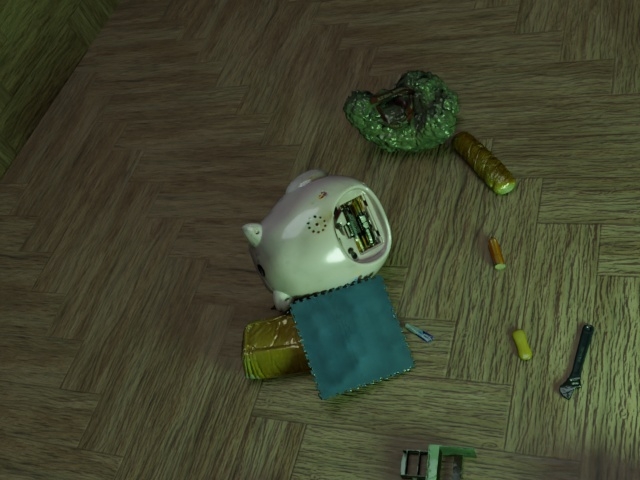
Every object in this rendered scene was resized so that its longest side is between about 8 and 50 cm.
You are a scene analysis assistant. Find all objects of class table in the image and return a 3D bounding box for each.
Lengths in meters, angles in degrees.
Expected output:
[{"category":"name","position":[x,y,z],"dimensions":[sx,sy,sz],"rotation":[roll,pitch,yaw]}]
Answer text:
[{"category":"table","position":[0.258,0.542,1.674],"dimensions":[0.175,0.062,0.146],"rotation":[-2,52,19]}]

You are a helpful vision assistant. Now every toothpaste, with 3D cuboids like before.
[{"category":"toothpaste","position":[0.259,0.243,1.954],"dimensions":[0.083,0.015,0.024],"rotation":[28,66,32]}]

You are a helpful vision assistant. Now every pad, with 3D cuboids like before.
[{"category":"pad","position":[0.081,0.245,1.907],"dimensions":[0.269,0.012,0.270],"rotation":[-15,74,-10]}]

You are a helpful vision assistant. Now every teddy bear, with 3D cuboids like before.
[{"category":"teddy bear","position":[0.281,-0.448,2.391],"dimensions":[0.357,0.224,0.367],"rotation":[11,55,14]}]

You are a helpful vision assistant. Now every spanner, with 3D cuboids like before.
[{"category":"spanner","position":[0.612,0.286,1.763],"dimensions":[0.046,0.012,0.208],"rotation":[9,57,31]}]

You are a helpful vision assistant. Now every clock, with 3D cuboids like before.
[{"category":"clock","position":[0.000,0.000,2.015],"dimensions":[0.376,0.368,0.250],"rotation":[-28,11,-28]}]

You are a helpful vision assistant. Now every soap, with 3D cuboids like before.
[{"category":"soap","position":[0.498,0.257,1.836],"dimensions":[0.034,0.012,0.089],"rotation":[-17,48,11]}]

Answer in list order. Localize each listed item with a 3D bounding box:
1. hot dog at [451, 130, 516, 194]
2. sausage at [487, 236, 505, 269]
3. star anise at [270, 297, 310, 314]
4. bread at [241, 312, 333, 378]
[{"category":"hot dog","position":[0.482,-0.238,2.226],"dimensions":[0.088,0.061,0.286],"rotation":[-41,46,3]},{"category":"sausage","position":[0.476,0.031,2.022],"dimensions":[0.031,0.031,0.107],"rotation":[-17,49,10]},{"category":"star anise","position":[-0.061,0.178,2.120],"dimensions":[0.168,0.057,0.168],"rotation":[-15,44,15]},{"category":"bread","position":[-0.079,0.282,1.997],"dimensions":[0.288,0.119,0.152],"rotation":[-11,46,13]}]
